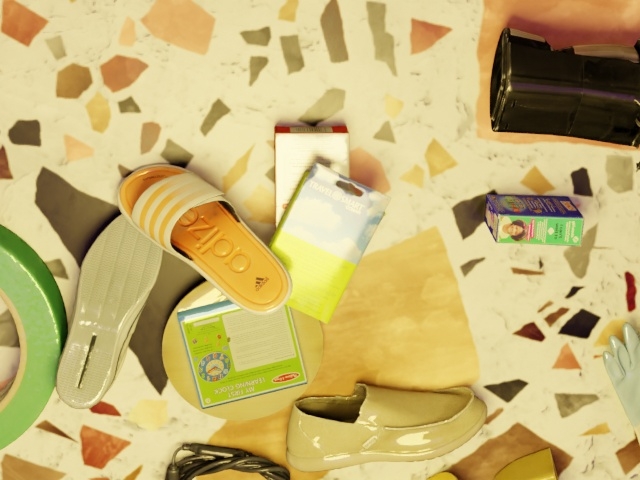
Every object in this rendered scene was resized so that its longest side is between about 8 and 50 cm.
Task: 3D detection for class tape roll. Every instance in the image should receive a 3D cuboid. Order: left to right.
[{"bbox_3d":[-0.482,0.122,1.699,0.321,0.077,0.321,-1,106,-2],"label":"tape roll"}]

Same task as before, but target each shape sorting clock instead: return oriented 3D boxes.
[{"bbox_3d":[-0.099,0.136,1.740,0.206,0.040,0.206,-2,105,-6],"label":"shape sorting clock"}]

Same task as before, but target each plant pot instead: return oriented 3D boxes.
[{"bbox_3d":[0.276,0.336,1.798,0.083,0.081,0.081,-15,106,9],"label":"plant pot"}]

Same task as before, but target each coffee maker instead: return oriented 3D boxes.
[{"bbox_3d":[0.295,-0.173,1.607,0.178,0.171,0.120,4,122,-2],"label":"coffee maker"}]

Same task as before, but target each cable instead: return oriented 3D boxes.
[{"bbox_3d":[-0.119,0.345,1.795,0.185,0.047,0.150,9,105,-6],"label":"cable"}]

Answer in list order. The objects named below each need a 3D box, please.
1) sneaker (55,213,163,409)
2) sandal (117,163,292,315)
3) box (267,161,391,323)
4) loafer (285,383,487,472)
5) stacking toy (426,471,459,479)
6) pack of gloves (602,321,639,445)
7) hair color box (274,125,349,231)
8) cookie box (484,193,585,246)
[{"bbox_3d":[-0.268,0.084,1.696,0.094,0.091,0.258,23,82,-5],"label":"sneaker"},{"bbox_3d":[-0.137,-0.017,1.617,0.265,0.076,0.102,37,76,21],"label":"sandal"},{"bbox_3d":[0.000,0.000,1.650,0.109,0.042,0.178,25,104,-9],"label":"box"},{"bbox_3d":[0.080,0.230,1.744,0.269,0.102,0.092,-13,112,1],"label":"loafer"},{"bbox_3d":[0.135,0.487,1.735,0.130,0.279,0.309,36,102,-18],"label":"stacking toy"},{"bbox_3d":[0.477,0.176,1.791,0.195,0.046,0.232,-28,109,-7],"label":"pack of gloves"},{"bbox_3d":[-0.011,-0.057,1.684,0.093,0.053,0.167,0,105,-3],"label":"hair color box"},{"bbox_3d":[0.265,-0.026,1.687,0.107,0.092,0.040,2,108,-3],"label":"cookie box"}]
